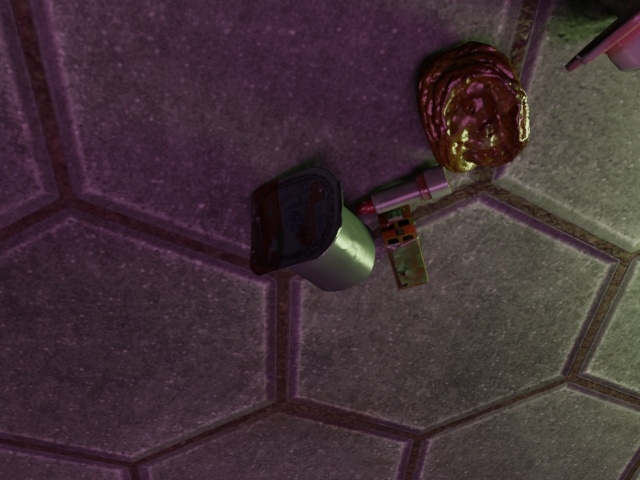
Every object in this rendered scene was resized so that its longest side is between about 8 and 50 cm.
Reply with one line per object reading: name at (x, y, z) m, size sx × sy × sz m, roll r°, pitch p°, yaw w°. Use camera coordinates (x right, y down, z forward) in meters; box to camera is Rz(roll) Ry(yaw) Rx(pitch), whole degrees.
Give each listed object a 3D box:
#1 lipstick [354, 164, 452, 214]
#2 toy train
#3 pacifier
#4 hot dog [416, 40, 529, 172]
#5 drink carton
lipstick at (0.149, -0.088, 1.410) m, size 0.186 × 0.057 × 0.063 m, roll -18°, pitch 163°, yaw 13°
toy train at (0.167, 0.019, 1.484) m, size 0.072 × 0.099 × 0.188 m, roll -18°, pitch 134°, yaw 4°
pacifier at (0.448, -0.351, 1.088) m, size 0.273 × 0.332 × 0.220 m, roll 14°, pitch 101°, yaw 8°
hot dog at (0.265, -0.202, 1.279) m, size 0.175 × 0.114 × 0.259 m, roll -20°, pitch 134°, yaw 9°
drink carton at (0.000, 0.000, 1.363) m, size 0.191 × 0.185 × 0.189 m, roll -19°, pitch 143°, yaw 26°
